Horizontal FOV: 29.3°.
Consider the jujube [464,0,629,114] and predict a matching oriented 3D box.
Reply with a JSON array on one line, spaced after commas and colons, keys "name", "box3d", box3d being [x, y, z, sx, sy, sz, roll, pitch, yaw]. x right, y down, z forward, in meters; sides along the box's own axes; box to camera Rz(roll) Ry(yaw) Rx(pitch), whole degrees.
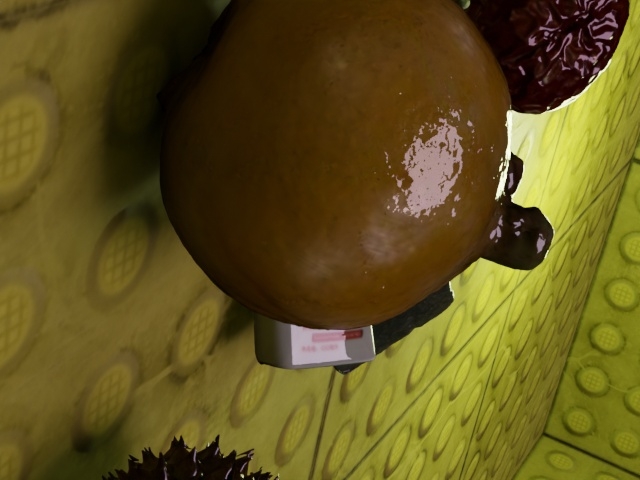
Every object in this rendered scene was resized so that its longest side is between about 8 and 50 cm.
[{"name": "jujube", "box3d": [0.295, -0.294, 1.663, 0.232, 0.213, 0.213, -56, 160, 0]}]

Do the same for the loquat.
[{"name": "loquat", "box3d": [0.036, -0.071, 1.062, 0.328, 0.359, 0.328, -62, -177, 5]}]

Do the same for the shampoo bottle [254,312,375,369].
[{"name": "shampoo bottle", "box3d": [0.000, 0.000, 1.368, 0.153, 0.071, 0.284, -3, 101, -37]}]

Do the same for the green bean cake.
[{"name": "green bean cake", "box3d": [0.060, 0.063, 1.528, 0.185, 0.094, 0.183, -37, 147, -6]}]

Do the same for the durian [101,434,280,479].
[{"name": "durian", "box3d": [-0.149, 0.376, 1.111, 0.384, 0.347, 0.348, -34, 142, -42]}]
